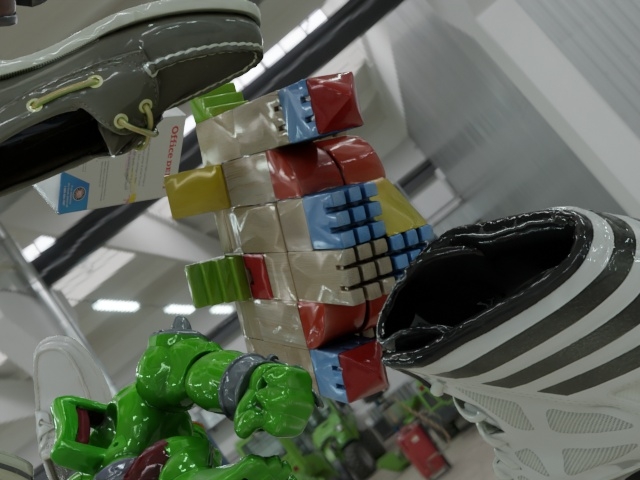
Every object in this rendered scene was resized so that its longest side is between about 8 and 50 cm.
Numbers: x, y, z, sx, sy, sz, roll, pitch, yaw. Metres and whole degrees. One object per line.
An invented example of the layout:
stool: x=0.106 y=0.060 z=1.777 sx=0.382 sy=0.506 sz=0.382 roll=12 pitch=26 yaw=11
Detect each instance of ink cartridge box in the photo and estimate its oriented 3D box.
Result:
ink cartridge box: x=-0.389 y=-0.174 z=1.325 sx=0.232 sy=0.168 sz=0.171 roll=-13 pitch=-49 yaw=-42

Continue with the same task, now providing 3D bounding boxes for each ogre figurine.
ogre figurine: x=-0.082 y=0.121 z=0.368 sx=0.096 sy=0.118 sz=0.197 roll=1 pitch=-63 yaw=-33

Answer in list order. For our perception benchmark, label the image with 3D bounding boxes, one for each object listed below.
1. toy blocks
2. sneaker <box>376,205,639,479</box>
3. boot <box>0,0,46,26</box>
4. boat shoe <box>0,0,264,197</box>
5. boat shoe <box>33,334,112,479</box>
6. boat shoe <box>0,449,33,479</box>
toy blocks: x=0.000 y=0.000 z=0.726 sx=0.190 sy=0.382 sz=0.261 roll=-16 pitch=7 yaw=-31
sneaker: x=0.163 y=0.109 z=0.575 sx=0.448 sy=0.257 sz=0.169 roll=104 pitch=-171 yaw=-56
boot: x=-0.383 y=-0.395 z=0.829 sx=0.264 sy=0.096 sz=0.281 roll=-70 pitch=-14 yaw=-60
boat shoe: x=-0.179 y=-0.104 z=0.574 sx=0.304 sy=0.091 sz=0.109 roll=-21 pitch=-13 yaw=-11
boat shoe: x=-0.342 y=0.270 z=1.018 sx=0.098 sy=0.277 sz=0.096 roll=-13 pitch=7 yaw=9
boat shoe: x=-0.534 y=0.264 z=0.741 sx=0.186 sy=0.156 sz=0.500 roll=-10 pitch=-18 yaw=36
